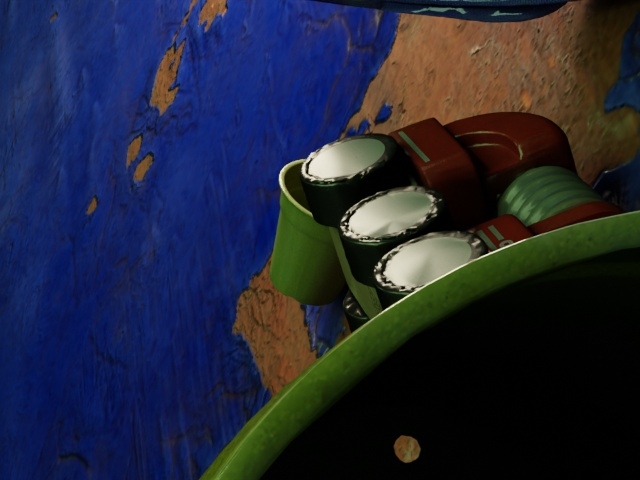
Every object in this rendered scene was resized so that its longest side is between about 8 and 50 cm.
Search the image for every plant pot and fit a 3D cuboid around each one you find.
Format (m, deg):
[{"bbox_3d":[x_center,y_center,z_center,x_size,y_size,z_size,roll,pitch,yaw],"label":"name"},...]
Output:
[{"bbox_3d":[0.071,0.178,0.688,0.353,0.366,0.366,173,116,-75],"label":"plant pot"},{"bbox_3d":[0.000,0.000,1.270,0.083,0.083,0.079,-107,32,-54],"label":"plant pot"}]

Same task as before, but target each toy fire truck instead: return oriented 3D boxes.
[{"bbox_3d":[0.131,-0.021,0.963,0.217,0.246,0.158,-124,14,-63],"label":"toy fire truck"}]

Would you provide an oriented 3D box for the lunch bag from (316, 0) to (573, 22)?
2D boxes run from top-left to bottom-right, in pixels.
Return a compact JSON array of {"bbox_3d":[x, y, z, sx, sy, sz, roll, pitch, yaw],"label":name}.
[{"bbox_3d":[0.119,-0.311,1.074,0.385,0.239,0.328,-3,70,56],"label":"lunch bag"}]
